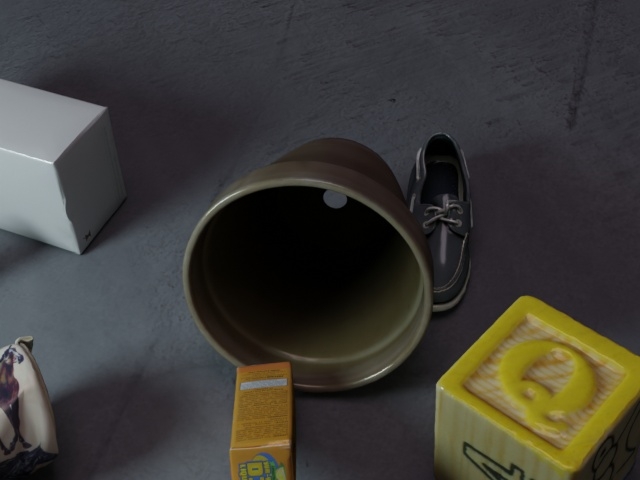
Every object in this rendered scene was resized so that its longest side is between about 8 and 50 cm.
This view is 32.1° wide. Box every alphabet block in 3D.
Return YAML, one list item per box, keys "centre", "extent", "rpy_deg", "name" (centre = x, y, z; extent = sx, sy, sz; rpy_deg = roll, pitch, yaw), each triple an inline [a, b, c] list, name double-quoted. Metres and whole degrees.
- centre: [0.264, 0.221, 1.334]
  extent: [0.193, 0.197, 0.192]
  rpy_deg: [29, 53, 29]
  name: "alphabet block"

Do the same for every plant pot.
- centre: [0.000, 0.000, 1.528]
  extent: [0.323, 0.323, 0.280]
  rpy_deg: [4, 29, 7]
  name: "plant pot"

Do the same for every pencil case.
- centre: [-0.519, 0.262, 1.354]
  extent: [0.410, 0.160, 0.183]
  rpy_deg: [-22, 74, -21]
  name: "pencil case"

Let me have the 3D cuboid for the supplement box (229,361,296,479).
- centre: [-0.068, 0.229, 1.364]
  extent: [0.080, 0.078, 0.233]
  rpy_deg: [-5, 17, -2]
  name: "supplement box"

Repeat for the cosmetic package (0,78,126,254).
- centre: [-0.507, -0.135, 1.737]
  extent: [0.365, 0.197, 0.155]
  rpy_deg: [16, 48, 16]
  name: "cosmetic package"

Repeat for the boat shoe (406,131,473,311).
- centre: [0.170, -0.035, 1.661]
  extent: [0.116, 0.099, 0.319]
  rpy_deg: [4, 46, 7]
  name: "boat shoe"
